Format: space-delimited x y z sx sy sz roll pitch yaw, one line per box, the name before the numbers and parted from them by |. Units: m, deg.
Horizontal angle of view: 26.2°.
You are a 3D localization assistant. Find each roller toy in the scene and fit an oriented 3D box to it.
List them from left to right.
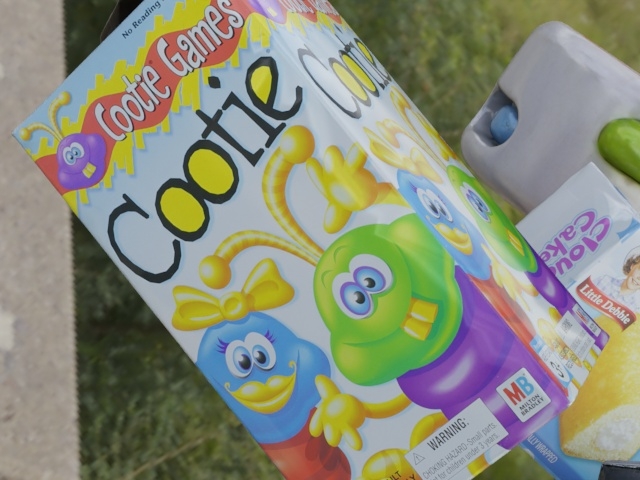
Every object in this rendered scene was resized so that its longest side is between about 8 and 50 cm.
roller toy | 0.216 -0.066 1.089 0.191 0.146 0.209 42 16 28

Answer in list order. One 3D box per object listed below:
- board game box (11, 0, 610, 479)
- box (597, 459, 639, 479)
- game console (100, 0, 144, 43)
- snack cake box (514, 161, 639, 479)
board game box | 0.000 0.000 0.717 0.275 0.144 0.142 51 20 5
box | 0.227 0.323 0.807 0.257 0.079 0.322 34 66 -39
game console | -0.019 -0.070 1.076 0.361 0.213 0.044 45 55 -4
snack cake box | 0.207 0.095 0.917 0.264 0.152 0.089 43 12 -30
